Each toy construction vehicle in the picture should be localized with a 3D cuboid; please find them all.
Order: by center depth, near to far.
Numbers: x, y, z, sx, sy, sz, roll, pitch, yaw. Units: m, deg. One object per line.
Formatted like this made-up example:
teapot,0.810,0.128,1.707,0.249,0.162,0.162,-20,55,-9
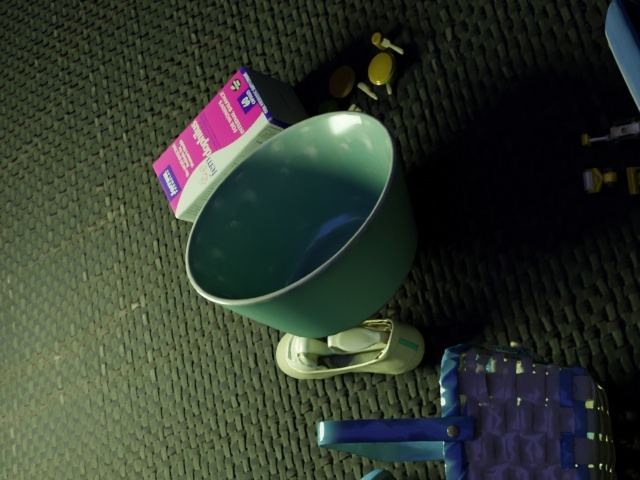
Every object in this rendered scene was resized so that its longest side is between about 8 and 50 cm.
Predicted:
toy construction vehicle,0.350,-0.093,1.231,0.098,0.035,0.086,-12,82,39

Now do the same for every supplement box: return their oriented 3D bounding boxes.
supplement box,-0.125,-0.131,1.571,0.220,0.114,0.111,-45,56,24

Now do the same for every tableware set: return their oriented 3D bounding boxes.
tableware set,0.057,-0.220,1.505,0.104,0.024,0.154,42,107,41

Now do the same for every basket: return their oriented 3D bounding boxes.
basket,0.167,0.216,1.164,0.289,0.255,0.201,-10,74,17

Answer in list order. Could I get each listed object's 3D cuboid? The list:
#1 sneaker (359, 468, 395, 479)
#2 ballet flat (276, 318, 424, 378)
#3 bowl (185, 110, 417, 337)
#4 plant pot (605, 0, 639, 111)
sneaker,0.012,0.358,1.365,0.209,0.069,0.082,-55,48,15
ballet flat,0.019,0.137,1.406,0.248,0.086,0.086,-10,73,37
bowl,0.000,0.000,1.365,0.311,0.163,0.311,-25,39,22
plant pot,0.434,-0.181,1.059,0.212,0.236,0.236,-37,58,35
